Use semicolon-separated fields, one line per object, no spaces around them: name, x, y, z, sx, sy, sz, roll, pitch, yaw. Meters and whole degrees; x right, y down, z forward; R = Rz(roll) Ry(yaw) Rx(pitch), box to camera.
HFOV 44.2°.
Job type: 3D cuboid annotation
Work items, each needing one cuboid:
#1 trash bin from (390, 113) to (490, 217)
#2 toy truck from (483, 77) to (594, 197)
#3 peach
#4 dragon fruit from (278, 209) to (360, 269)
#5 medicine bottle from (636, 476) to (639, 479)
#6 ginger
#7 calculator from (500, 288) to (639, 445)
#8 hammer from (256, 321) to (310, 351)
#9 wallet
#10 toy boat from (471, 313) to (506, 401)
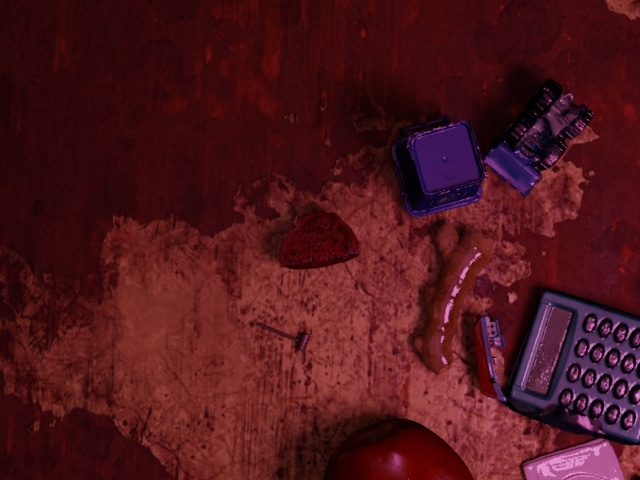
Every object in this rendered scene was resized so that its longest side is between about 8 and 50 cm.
trash bin;0.219;-0.148;1.458;0.162;0.234;0.184;-16;88;3
toy truck;0.405;-0.194;1.503;0.113;0.126;0.208;40;90;-1
peach;0.155;0.499;1.435;0.281;0.281;0.338;-22;96;2
dragon fruit;0.000;0.000;1.550;0.162;0.083;0.106;-11;75;12
medicine bottle;0.564;0.572;1.499;0.095;0.064;0.261;30;90;-4
ginger;0.254;0.115;1.532;0.118;0.065;0.299;13;87;19
calculator;0.507;0.242;1.488;0.274;0.058;0.248;18;91;18
hammer;-0.076;0.186;1.576;0.110;0.019;0.036;22;89;9
wallet;0.492;0.463;1.525;0.182;0.032;0.124;-17;85;3
toy boat;0.330;0.224;1.522;0.058;0.069;0.173;-7;83;11
